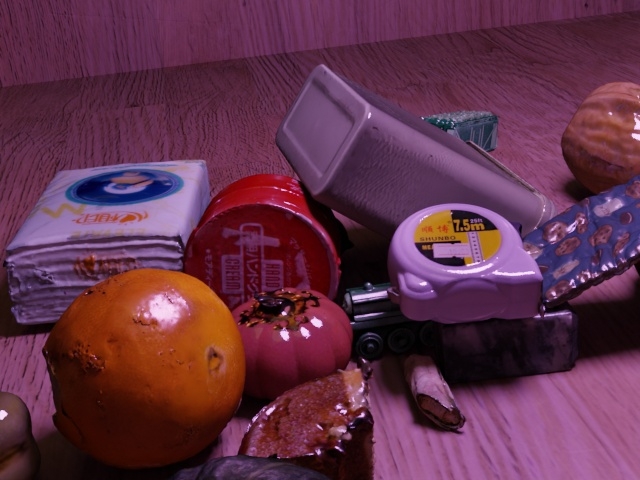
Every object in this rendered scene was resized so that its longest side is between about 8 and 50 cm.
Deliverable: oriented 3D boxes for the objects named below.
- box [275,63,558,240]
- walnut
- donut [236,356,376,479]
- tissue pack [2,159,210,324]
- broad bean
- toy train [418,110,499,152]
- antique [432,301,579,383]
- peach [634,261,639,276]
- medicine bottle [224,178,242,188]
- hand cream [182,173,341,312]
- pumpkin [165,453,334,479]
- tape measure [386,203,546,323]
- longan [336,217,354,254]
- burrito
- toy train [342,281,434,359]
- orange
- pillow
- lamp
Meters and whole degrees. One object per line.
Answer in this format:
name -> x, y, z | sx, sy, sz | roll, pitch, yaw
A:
box -> 0.135, -0.102, 1.628 | 0.344, 0.177, 0.352 | 27, 13, -22
walnut -> 0.561, -0.168, 1.865 | 0.261, 0.224, 0.225 | 19, 33, 37
donut -> -0.005, 0.228, 1.145 | 0.144, 0.126, 0.186 | -10, 18, 8
tissue pack -> -0.337, -0.009, 1.752 | 0.288, 0.162, 0.388 | -5, 21, 0
broad bean -> -0.445, 0.250, 1.238 | 0.263, 0.121, 0.189 | -7, 22, 40
toy train -> 0.240, -0.160, 1.956 | 0.115, 0.154, 0.269 | 5, 12, 29
antique -> 0.245, 0.123, 1.388 | 0.183, 0.086, 0.088 | -6, 23, -2
peach -> 0.544, -0.007, 1.490 | 0.244, 0.199, 0.243 | -18, 15, 5
medicine bottle -> -0.106, -0.043, 1.854 | 0.105, 0.105, 0.168 | -16, 24, -23
hand cream -> -0.079, 0.022, 1.535 | 0.230, 0.230, 0.149 | -3, 23, 7
pumpkin -> -0.083, 0.314, 0.856 | 0.300, 0.207, 0.300 | -10, 34, 7
tape measure -> 0.183, 0.035, 1.366 | 0.196, 0.105, 0.178 | -2, 40, 4
longan -> 0.000, 0.000, 1.743 | 0.113, 0.092, 0.113 | 12, 8, -2
burrito -> 0.137, 0.187, 1.315 | 0.055, 0.041, 0.149 | 5, 21, -11
toy train -> 0.103, 0.097, 1.455 | 0.171, 0.111, 0.071 | -8, 19, -9
orange -> -0.205, 0.149, 1.241 | 0.240, 0.239, 0.240 | -5, 22, 2
pillow -> 0.379, -0.008, 1.410 | 0.256, 0.034, 0.189 | -29, 27, 6
lamp -> -0.047, 0.127, 1.376 | 0.182, 0.140, 0.182 | -5, 25, 2
